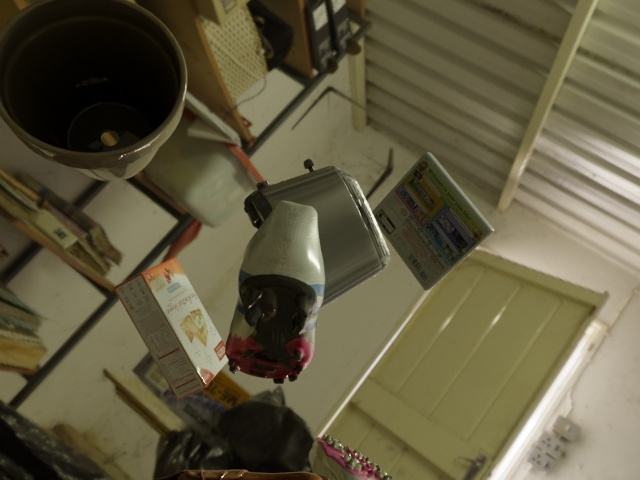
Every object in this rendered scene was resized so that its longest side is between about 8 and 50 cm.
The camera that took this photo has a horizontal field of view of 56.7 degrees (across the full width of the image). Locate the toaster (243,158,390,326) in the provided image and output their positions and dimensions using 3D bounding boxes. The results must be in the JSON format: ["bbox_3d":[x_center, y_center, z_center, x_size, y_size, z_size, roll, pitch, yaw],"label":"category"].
[{"bbox_3d":[0.000,0.000,0.854,0.226,0.147,0.129,64,-14,-7],"label":"toaster"}]

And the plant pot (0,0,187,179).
[{"bbox_3d":[-0.417,-0.250,1.134,0.323,0.323,0.280,39,-19,2],"label":"plant pot"}]

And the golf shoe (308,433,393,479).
[{"bbox_3d":[0.040,0.336,0.685,0.115,0.140,0.306,35,-5,-21],"label":"golf shoe"}]

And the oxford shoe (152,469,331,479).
[{"bbox_3d":[-0.087,0.234,0.522,0.212,0.076,0.076,-20,-64,23],"label":"oxford shoe"}]

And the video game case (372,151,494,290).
[{"bbox_3d":[0.219,-0.038,1.206,0.023,0.193,0.212,-6,54,-48],"label":"video game case"}]

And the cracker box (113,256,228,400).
[{"bbox_3d":[-0.267,0.157,1.102,0.232,0.067,0.156,62,11,-5],"label":"cracker box"}]

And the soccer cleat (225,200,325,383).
[{"bbox_3d":[-0.049,0.077,0.752,0.116,0.143,0.331,14,-32,-4],"label":"soccer cleat"}]

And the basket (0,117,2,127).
[{"bbox_3d":[-0.725,-0.305,1.103,0.226,0.205,0.154,112,-29,-49],"label":"basket"}]
